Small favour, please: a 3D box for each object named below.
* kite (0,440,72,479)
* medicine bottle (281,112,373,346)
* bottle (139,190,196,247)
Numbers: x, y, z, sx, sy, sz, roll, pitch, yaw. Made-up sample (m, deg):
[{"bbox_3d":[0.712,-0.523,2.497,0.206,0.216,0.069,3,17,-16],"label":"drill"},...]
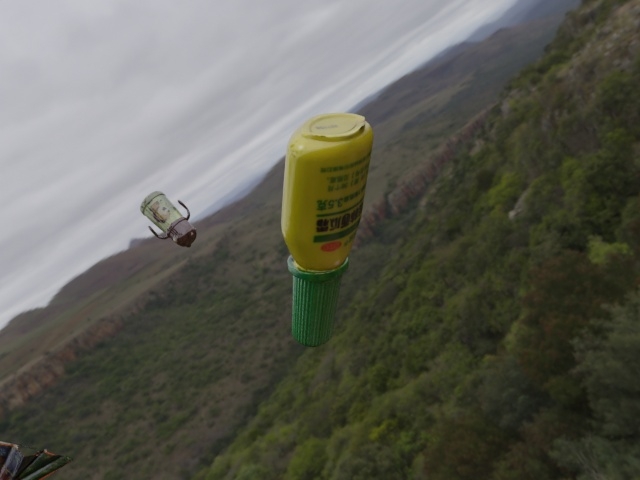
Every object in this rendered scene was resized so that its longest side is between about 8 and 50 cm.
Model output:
[{"bbox_3d":[-0.355,0.203,0.615,0.014,0.241,0.184,-80,7,-64],"label":"kite"},{"bbox_3d":[0.000,0.000,0.782,0.111,0.076,0.309,-22,-45,-33],"label":"medicine bottle"},{"bbox_3d":[-0.233,-0.032,1.032,0.063,0.101,0.047,-51,-15,15],"label":"bottle"}]
